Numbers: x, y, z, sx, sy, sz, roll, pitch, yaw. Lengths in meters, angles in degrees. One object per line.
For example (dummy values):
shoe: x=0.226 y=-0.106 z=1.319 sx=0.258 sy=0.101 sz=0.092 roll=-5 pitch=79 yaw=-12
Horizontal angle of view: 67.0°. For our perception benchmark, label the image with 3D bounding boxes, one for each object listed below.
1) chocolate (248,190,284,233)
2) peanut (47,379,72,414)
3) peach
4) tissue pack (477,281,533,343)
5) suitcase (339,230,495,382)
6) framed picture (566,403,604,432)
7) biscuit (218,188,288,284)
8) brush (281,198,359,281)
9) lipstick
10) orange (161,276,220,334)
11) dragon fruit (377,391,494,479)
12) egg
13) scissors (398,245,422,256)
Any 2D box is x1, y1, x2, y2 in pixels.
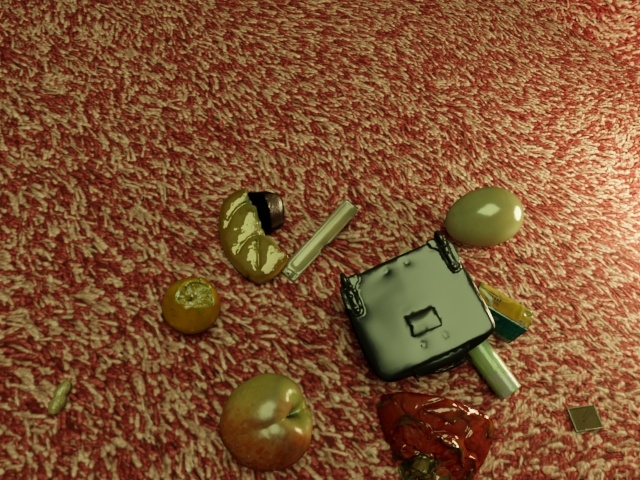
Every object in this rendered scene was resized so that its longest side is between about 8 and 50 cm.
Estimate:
chocolate: x=-0.163 y=-0.108 z=1.493 sx=0.080 sy=0.125 sz=0.149 roll=-19 pitch=58 yaw=-38
peanut: x=-0.626 y=0.375 z=1.161 sx=0.037 sy=0.037 sz=0.083 roll=11 pitch=60 yaw=-3
peach: x=-0.137 y=0.428 z=1.137 sx=0.232 sy=0.232 sz=0.233 roll=4 pitch=59 yaw=-7
tissue pack: x=0.510 y=0.208 z=1.406 sx=0.169 sy=0.120 sz=0.082 roll=32 pitch=61 yaw=11
suitcase: x=0.254 y=0.191 z=1.296 sx=0.345 sy=0.188 sz=0.339 roll=-23 pitch=66 yaw=-2
framed picture: x=0.732 y=0.492 z=1.338 sx=0.089 sy=0.007 sz=0.066 roll=-4 pitch=60 yaw=-12
biscuit: x=-0.219 y=-0.007 z=1.433 sx=0.154 sy=0.045 sz=0.299 roll=-32 pitch=72 yaw=-6
brush: x=0.000 y=0.000 z=1.493 sx=0.060 sy=0.050 sz=0.321 roll=39 pitch=68 yaw=11
lipstick: x=0.438 y=0.297 z=1.367 sx=0.076 sy=0.076 sz=0.304 roll=-25 pitch=66 yaw=-22
orange: x=-0.342 y=0.169 z=1.278 sx=0.154 sy=0.134 sz=0.155 roll=2 pitch=65 yaw=-4
dragon fruit: x=0.296 y=0.495 z=1.179 sx=0.317 sy=0.152 sz=0.205 roll=14 pitch=59 yaw=-1
egg: x=0.518 y=-0.072 z=1.537 sx=0.253 sy=0.188 sz=0.189 roll=-14 pitch=62 yaw=-5
scissors: x=0.253 y=0.108 z=1.479 sx=0.317 sy=0.024 sz=0.160 roll=-25 pitch=66 yaw=-20
